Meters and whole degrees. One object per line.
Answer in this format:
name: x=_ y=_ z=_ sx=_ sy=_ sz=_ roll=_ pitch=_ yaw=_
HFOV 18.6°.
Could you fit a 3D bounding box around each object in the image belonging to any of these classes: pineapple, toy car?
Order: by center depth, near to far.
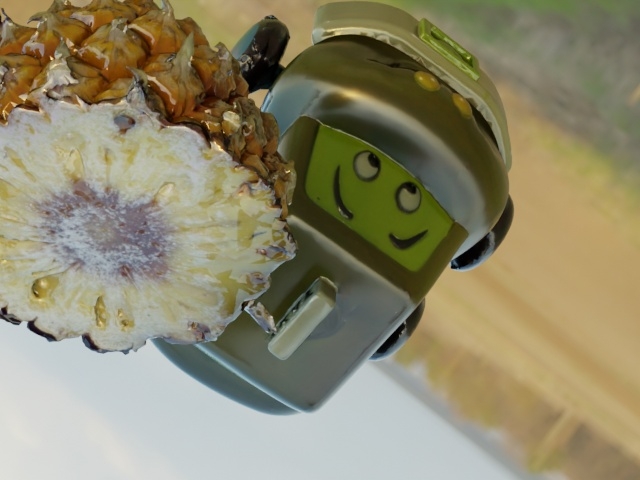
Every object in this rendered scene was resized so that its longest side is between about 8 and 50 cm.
pineapple: x=-0.086 y=-0.050 z=0.854 sx=0.176 sy=0.161 sz=0.137 roll=55 pitch=-151 yaw=-43
toy car: x=0.000 y=0.000 z=1.135 sx=0.204 sy=0.248 sz=0.198 roll=36 pitch=-159 yaw=-14
